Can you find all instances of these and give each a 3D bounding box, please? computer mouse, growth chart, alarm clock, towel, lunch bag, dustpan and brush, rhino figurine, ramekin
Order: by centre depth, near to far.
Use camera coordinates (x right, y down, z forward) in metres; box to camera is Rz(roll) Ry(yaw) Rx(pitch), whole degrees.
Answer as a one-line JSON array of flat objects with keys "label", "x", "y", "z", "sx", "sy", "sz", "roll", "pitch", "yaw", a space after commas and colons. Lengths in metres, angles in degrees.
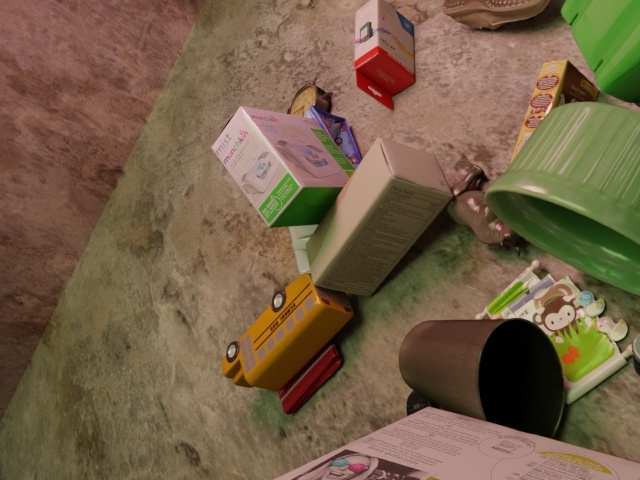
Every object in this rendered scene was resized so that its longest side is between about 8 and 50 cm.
[{"label": "ramekin", "x": 0.389, "y": -0.051, "z": 0.838, "sx": 0.148, "sy": 0.303, "sz": 0.303, "roll": -59, "pitch": 36, "yaw": -2}, {"label": "growth chart", "x": 0.363, "y": 0.139, "z": 0.989, "sx": 0.172, "sy": 0.021, "sz": 0.237, "roll": -53, "pitch": 40, "yaw": 18}, {"label": "computer mouse", "x": 0.193, "y": 0.368, "z": 1.069, "sx": 0.071, "sy": 0.041, "sz": 0.242, "roll": -36, "pitch": 52, "yaw": 47}, {"label": "rhino figurine", "x": 0.307, "y": -0.048, "z": 1.118, "sx": 0.106, "sy": 0.073, "sz": 0.243, "roll": -52, "pitch": 36, "yaw": 9}, {"label": "dustpan and brush", "x": 0.000, "y": 0.000, "z": 1.446, "sx": 0.211, "sy": 0.060, "sz": 0.147, "roll": -11, "pitch": 94, "yaw": 35}, {"label": "towel", "x": -0.054, "y": 0.236, "z": 1.452, "sx": 0.199, "sy": 0.031, "sz": 0.275, "roll": -50, "pitch": 39, "yaw": 21}, {"label": "lunch bag", "x": 0.003, "y": -0.136, "z": 1.533, "sx": 0.221, "sy": 0.138, "sz": 0.293, "roll": -41, "pitch": 59, "yaw": 29}, {"label": "alarm clock", "x": -0.044, "y": -0.344, "z": 1.735, "sx": 0.192, "sy": 0.064, "sz": 0.129, "roll": -50, "pitch": 39, "yaw": 17}]

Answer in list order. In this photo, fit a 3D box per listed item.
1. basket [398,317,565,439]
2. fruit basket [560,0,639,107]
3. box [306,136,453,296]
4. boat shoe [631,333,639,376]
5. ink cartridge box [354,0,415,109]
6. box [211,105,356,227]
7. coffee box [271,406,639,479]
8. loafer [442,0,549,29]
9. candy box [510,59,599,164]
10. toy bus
[{"label": "basket", "x": 0.235, "y": 0.201, "z": 0.987, "sx": 0.227, "sy": 0.154, "sz": 0.204, "roll": 5, "pitch": 118, "yaw": 64}, {"label": "fruit basket", "x": 0.531, "y": -0.326, "z": 0.744, "sx": 0.392, "sy": 0.392, "sz": 0.283, "roll": -35, "pitch": 46, "yaw": 35}, {"label": "box", "x": 0.106, "y": -0.037, "z": 1.249, "sx": 0.311, "sy": 0.148, "sz": 0.121, "roll": -54, "pitch": 33, "yaw": 36}, {"label": "boat shoe", "x": 0.492, "y": 0.133, "z": 0.801, "sx": 0.183, "sy": 0.083, "sz": 0.065, "roll": -12, "pitch": 58, "yaw": 17}, {"label": "ink cartridge box", "x": 0.151, "y": -0.439, "z": 1.483, "sx": 0.078, "sy": 0.134, "sz": 0.231, "roll": -24, "pitch": 53, "yaw": 42}, {"label": "box", "x": -0.059, "y": -0.152, "z": 1.349, "sx": 0.127, "sy": 0.262, "sz": 0.231, "roll": -47, "pitch": 67, "yaw": 28}, {"label": "coffee box", "x": 0.162, "y": 0.431, "z": 0.725, "sx": 0.338, "sy": 0.334, "sz": 0.338, "roll": -2, "pitch": 98, "yaw": 52}, {"label": "loafer", "x": 0.364, "y": -0.483, "z": 1.273, "sx": 0.268, "sy": 0.092, "sz": 0.102, "roll": 28, "pitch": 95, "yaw": 57}, {"label": "candy box", "x": 0.394, "y": -0.192, "z": 1.060, "sx": 0.053, "sy": 0.109, "sz": 0.187, "roll": 9, "pitch": 79, "yaw": 54}, {"label": "toy bus", "x": -0.080, "y": 0.215, "z": 1.379, "sx": 0.333, "sy": 0.108, "sz": 0.130, "roll": -48, "pitch": 41, "yaw": 23}]
